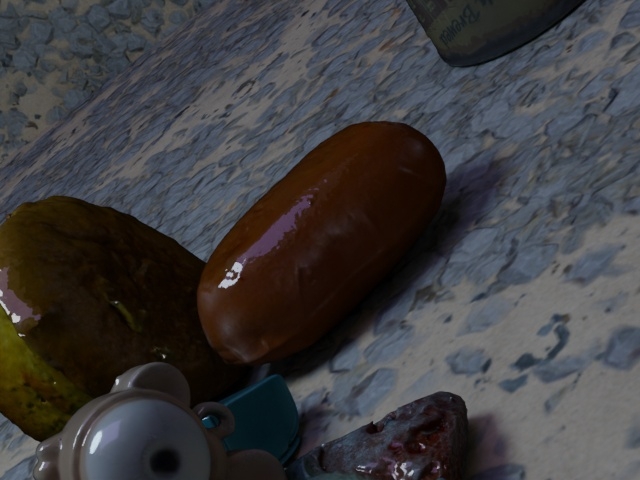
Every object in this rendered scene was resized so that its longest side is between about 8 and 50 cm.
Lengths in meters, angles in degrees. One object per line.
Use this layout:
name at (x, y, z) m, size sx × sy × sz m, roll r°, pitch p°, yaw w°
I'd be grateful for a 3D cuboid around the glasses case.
glasses case at (-0.156, 0.202, 1.058) m, size 0.301 × 0.070 × 0.117 m, roll -31°, pitch -2°, yaw 28°

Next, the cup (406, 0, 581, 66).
cup at (0.181, -0.356, 1.392) m, size 0.301 × 0.257 × 0.227 m, roll -18°, pitch 32°, yaw 42°

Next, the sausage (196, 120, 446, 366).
sausage at (0.001, 0.000, 1.140) m, size 0.258 × 0.133 × 0.133 m, roll -44°, pitch 21°, yaw -14°

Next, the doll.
doll at (-0.132, 0.214, 0.816) m, size 0.119 × 0.154 × 0.278 m, roll -17°, pitch 44°, yaw 64°

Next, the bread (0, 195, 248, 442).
bread at (-0.196, 0.071, 1.181) m, size 0.145 × 0.268 × 0.268 m, roll -49°, pitch 15°, yaw 25°

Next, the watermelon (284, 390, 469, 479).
watermelon at (0.037, 0.144, 0.863) m, size 0.139 × 0.071 × 0.187 m, roll -45°, pitch 20°, yaw -26°
